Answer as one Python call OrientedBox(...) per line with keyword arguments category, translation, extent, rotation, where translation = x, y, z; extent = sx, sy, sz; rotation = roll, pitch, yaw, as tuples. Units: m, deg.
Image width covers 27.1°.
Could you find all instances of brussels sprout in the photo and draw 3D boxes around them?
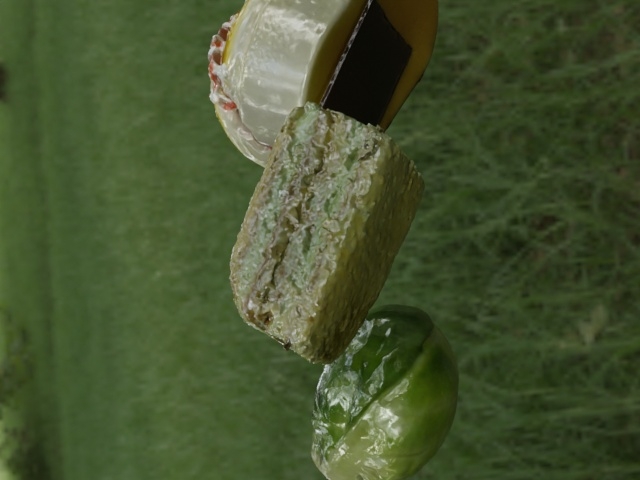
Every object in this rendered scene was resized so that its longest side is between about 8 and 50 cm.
OrientedBox(category="brussels sprout", translation=(0.058, 0.148, 1.240), extent=(0.145, 0.131, 0.183), rotation=(-176, 108, -81))

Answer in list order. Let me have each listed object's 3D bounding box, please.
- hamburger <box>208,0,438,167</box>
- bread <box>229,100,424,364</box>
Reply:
OrientedBox(category="hamburger", translation=(0.006, -0.210, 1.430), extent=(0.295, 0.151, 0.227), rotation=(-58, -39, -26))
OrientedBox(category="bread", translation=(0.000, 0.000, 1.095), extent=(0.196, 0.102, 0.138), rotation=(-68, -23, -7))
